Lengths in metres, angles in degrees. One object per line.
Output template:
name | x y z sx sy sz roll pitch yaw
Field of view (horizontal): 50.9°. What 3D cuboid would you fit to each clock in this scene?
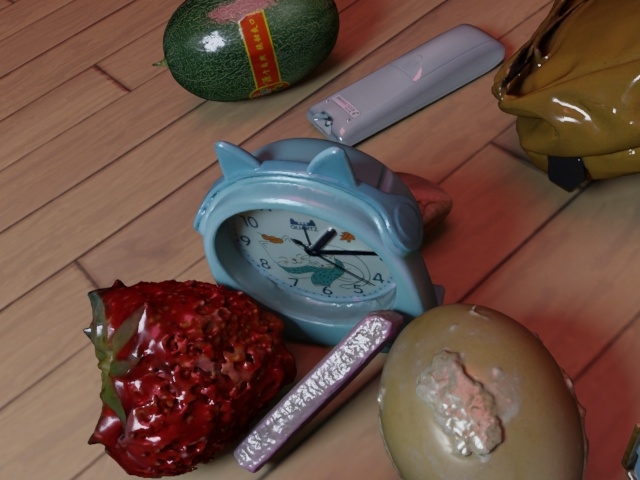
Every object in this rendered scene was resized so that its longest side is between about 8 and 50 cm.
clock | 0.000 0.000 0.642 0.224 0.274 0.094 6 51 19

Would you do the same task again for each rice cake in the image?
rice cake | -0.002 0.136 0.616 0.036 0.047 0.206 45 102 4

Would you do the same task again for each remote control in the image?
remote control | 0.123 -0.231 0.964 0.293 0.051 0.103 -32 49 -11

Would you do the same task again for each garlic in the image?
garlic | 0.061 -0.042 0.786 0.175 0.099 0.124 19 42 30

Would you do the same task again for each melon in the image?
melon | -0.113 -0.303 1.008 0.288 0.182 0.182 -17 47 1

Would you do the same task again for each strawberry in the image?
strawberry | -0.124 0.124 0.650 0.202 0.184 0.187 -5 23 -21

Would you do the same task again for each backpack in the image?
backpack | 0.391 -0.217 0.743 0.354 0.201 0.378 0 45 50

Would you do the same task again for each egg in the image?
egg | 0.129 0.148 0.555 0.164 0.164 0.201 -19 54 -1

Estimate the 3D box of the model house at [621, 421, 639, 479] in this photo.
model house | 0.330 0.176 0.458 0.178 0.271 0.206 -26 12 -5
